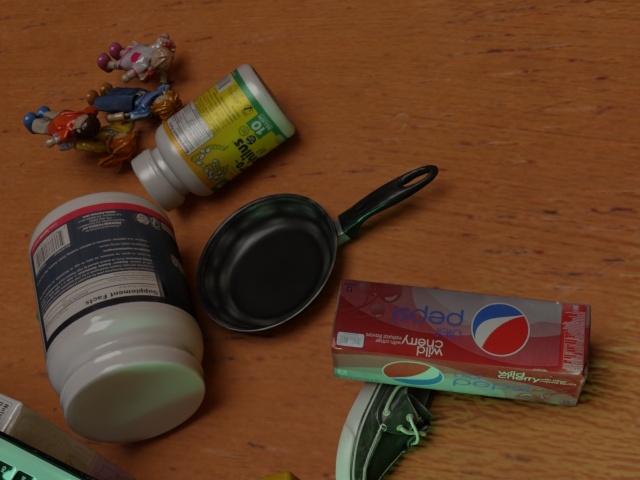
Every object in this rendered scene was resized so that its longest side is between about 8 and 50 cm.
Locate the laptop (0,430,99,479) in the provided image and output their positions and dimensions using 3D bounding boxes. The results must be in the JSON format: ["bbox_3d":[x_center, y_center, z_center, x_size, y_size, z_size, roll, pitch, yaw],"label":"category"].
[{"bbox_3d":[-0.343,0.433,1.185,0.382,0.408,0.236,-59,7,19],"label":"laptop"}]

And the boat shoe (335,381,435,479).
[{"bbox_3d":[0.083,0.188,1.292,0.070,0.078,0.219,9,64,34],"label":"boat shoe"}]

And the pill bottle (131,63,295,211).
[{"bbox_3d":[-0.148,-0.134,1.593,0.208,0.117,0.117,-35,51,5],"label":"pill bottle"}]

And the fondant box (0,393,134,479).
[{"bbox_3d":[-0.422,0.237,1.437,0.330,0.238,0.096,16,68,35],"label":"fondant box"}]

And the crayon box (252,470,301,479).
[{"bbox_3d":[-0.104,0.378,1.275,0.318,0.081,0.202,-20,53,16],"label":"crayon box"}]

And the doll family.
[{"bbox_3d":[-0.290,-0.189,1.729,0.163,0.118,0.263,11,49,40],"label":"doll family"}]

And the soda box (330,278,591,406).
[{"bbox_3d":[0.146,0.108,1.243,0.263,0.092,0.083,6,62,7],"label":"soda box"}]

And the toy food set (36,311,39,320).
[{"bbox_3d":[-0.351,0.090,1.630,0.083,0.020,0.082,9,66,32],"label":"toy food set"}]

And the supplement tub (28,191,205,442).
[{"bbox_3d":[-0.252,0.092,1.464,0.191,0.191,0.272,-28,52,11],"label":"supplement tub"}]

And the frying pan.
[{"bbox_3d":[-0.018,-0.014,1.491,0.326,0.053,0.197,-43,50,-4],"label":"frying pan"}]
